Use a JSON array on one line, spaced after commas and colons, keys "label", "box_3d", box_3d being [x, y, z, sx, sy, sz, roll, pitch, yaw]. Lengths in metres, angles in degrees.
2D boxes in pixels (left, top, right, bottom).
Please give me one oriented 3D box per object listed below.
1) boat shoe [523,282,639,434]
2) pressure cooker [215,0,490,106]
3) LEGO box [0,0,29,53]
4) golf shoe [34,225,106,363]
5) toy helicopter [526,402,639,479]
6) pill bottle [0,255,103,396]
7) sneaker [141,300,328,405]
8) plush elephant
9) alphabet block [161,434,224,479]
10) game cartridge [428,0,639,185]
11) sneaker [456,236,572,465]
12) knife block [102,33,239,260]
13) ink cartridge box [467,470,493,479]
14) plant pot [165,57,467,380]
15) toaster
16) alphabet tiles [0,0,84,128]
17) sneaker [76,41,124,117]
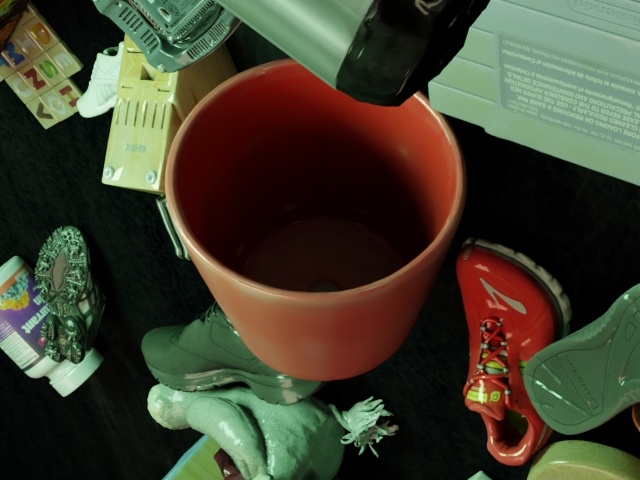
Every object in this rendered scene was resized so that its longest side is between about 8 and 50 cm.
[{"label": "boat shoe", "box_3d": [0.318, 0.092, 1.409, 0.118, 0.103, 0.320, 60, 142, 7]}, {"label": "pressure cooker", "box_3d": [-0.011, -0.341, 0.979, 0.420, 0.370, 0.375, 36, 144, 2]}, {"label": "LEGO box", "box_3d": [-0.523, -0.395, 1.600, 0.500, 0.193, 0.372, 45, 148, -3]}, {"label": "golf shoe", "box_3d": [-0.331, 0.064, 2.064, 0.077, 0.094, 0.198, 14, 114, 16]}, {"label": "toy helicopter", "box_3d": [0.383, 0.301, 1.578, 0.355, 0.140, 0.235, 24, 136, 8]}, {"label": "pill bottle", "box_3d": [-0.400, 0.125, 2.171, 0.193, 0.108, 0.108, 48, 147, -10]}, {"label": "sneaker", "box_3d": [-0.112, 0.116, 1.886, 0.286, 0.109, 0.130, 1, 120, 37]}, {"label": "plush elephant", "box_3d": [-0.066, 0.326, 1.898, 0.330, 0.255, 0.272, -13, 134, 45]}, {"label": "alphabet block", "box_3d": [-0.145, 0.399, 2.148, 0.197, 0.193, 0.192, 42, 149, -1]}, {"label": "game cartridge", "box_3d": [0.243, -0.147, 1.229, 0.355, 0.068, 0.230, 22, 147, 27]}, {"label": "sneaker", "box_3d": [0.188, 0.120, 1.540, 0.107, 0.118, 0.279, 12, 137, 37]}, {"label": "knife block", "box_3d": [-0.109, -0.106, 1.639, 0.088, 0.242, 0.275, 9, 90, 39]}, {"label": "ink cartridge box", "box_3d": [0.221, 0.394, 1.852, 0.212, 0.093, 0.154, 38, 147, 1]}, {"label": "plant pot", "box_3d": [0.000, 0.000, 1.488, 0.275, 0.275, 0.243, 29, 154, 18]}, {"label": "toaster", "box_3d": [-0.096, -0.257, 1.367, 0.129, 0.146, 0.227, 46, 148, -8]}, {"label": "alphabet tiles", "box_3d": [-0.373, -0.237, 1.810, 0.237, 0.009, 0.198, 52, 146, -14]}, {"label": "sneaker", "box_3d": [-0.225, -0.180, 1.690, 0.152, 0.054, 0.061, -22, 103, 48]}]
